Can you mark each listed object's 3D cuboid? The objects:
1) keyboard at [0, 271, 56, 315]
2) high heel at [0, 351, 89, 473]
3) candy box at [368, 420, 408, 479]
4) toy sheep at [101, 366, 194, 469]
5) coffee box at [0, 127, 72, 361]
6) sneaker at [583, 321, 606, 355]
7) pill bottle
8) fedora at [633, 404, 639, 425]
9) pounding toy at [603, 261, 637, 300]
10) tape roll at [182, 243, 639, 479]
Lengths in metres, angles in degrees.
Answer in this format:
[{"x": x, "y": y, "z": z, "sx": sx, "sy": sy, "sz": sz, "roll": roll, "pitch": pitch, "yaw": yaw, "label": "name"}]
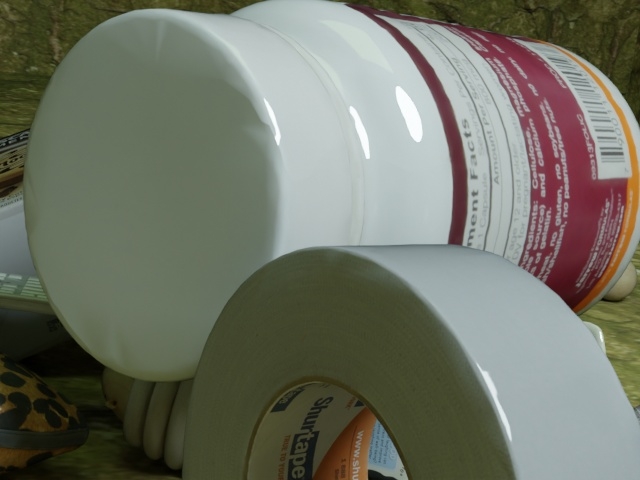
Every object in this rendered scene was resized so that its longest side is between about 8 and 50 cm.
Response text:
[{"x": -0.160, "y": 0.039, "z": 0.807, "sx": 0.256, "sy": 0.014, "sz": 0.072, "roll": 9, "pitch": 13, "yaw": -9, "label": "keyboard"}, {"x": -0.250, "y": 0.084, "z": 0.799, "sx": 0.186, "sy": 0.093, "sz": 0.261, "roll": 15, "pitch": 9, "yaw": -13, "label": "high heel"}, {"x": -0.008, "y": 0.097, "z": 0.857, "sx": 0.233, "sy": 0.071, "sz": 0.159, "roll": 11, "pitch": 13, "yaw": 21, "label": "candy box"}, {"x": -0.078, "y": 0.105, "z": 0.754, "sx": 0.132, "sy": 0.091, "sz": 0.091, "roll": 15, "pitch": 14, "yaw": 8, "label": "toy sheep"}, {"x": -0.236, "y": -0.015, "z": 1.003, "sx": 0.168, "sy": 0.118, "sz": 0.297, "roll": -23, "pitch": 19, "yaw": -10, "label": "coffee box"}, {"x": 0.159, "y": 0.108, "z": 0.858, "sx": 0.064, "sy": 0.086, "sz": 0.192, "roll": 15, "pitch": 15, "yaw": 31, "label": "sneaker"}, {"x": 0.030, "y": -0.030, "z": 0.739, "sx": 0.224, "sy": 0.224, "sz": 0.392, "roll": 16, "pitch": 13, "yaw": 36, "label": "pill bottle"}, {"x": 0.229, "y": 0.170, "z": 0.538, "sx": 0.244, "sy": 0.124, "sz": 0.275, "roll": 12, "pitch": 22, "yaw": 30, "label": "fedora"}, {"x": 0.273, "y": -0.057, "z": 1.306, "sx": 0.183, "sy": 0.236, "sz": 0.110, "roll": 3, "pitch": -27, "yaw": -24, "label": "pounding toy"}, {"x": 0.029, "y": 0.110, "z": 0.487, "sx": 0.072, "sy": 0.219, "sz": 0.219, "roll": -1, "pitch": 15, "yaw": -37, "label": "tape roll"}]
